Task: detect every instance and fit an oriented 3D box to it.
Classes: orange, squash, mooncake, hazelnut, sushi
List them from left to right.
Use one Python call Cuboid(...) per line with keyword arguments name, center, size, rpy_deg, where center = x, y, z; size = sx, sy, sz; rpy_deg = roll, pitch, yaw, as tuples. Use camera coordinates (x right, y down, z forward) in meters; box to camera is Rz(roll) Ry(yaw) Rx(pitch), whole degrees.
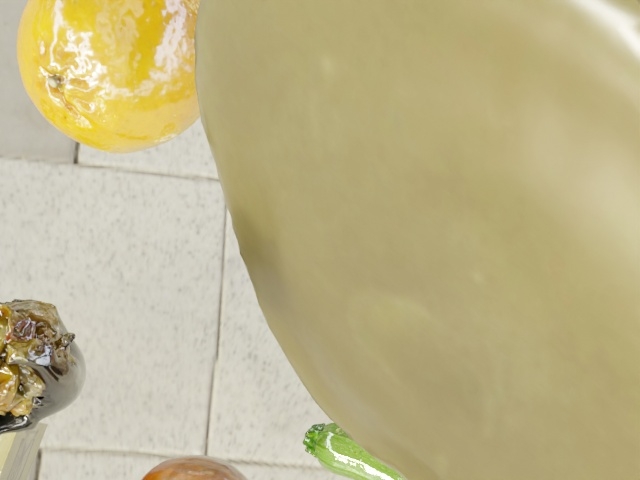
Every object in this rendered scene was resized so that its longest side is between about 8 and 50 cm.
Cuboid(name="sushi", center=(-0.446, 0.170, 1.609), size=(0.200, 0.204, 0.213), rpy_deg=(-30, 53, -25))
Cuboid(name="orange", center=(-0.215, -0.200, 1.203), size=(0.219, 0.219, 0.193), rpy_deg=(18, 27, -2))
Cuboid(name="hazelnut", center=(-0.151, 0.376, 1.477), size=(0.214, 0.214, 0.176), rpy_deg=(19, 53, -1))
Cuboid(name="squash", center=(0.079, 0.293, 1.468), size=(0.219, 0.077, 0.068), rpy_deg=(20, 36, 19))
Cuboid(name="mooncake", center=(0.156, -0.025, 0.629), size=(0.467, 0.467, 0.262), rpy_deg=(44, 56, 12))

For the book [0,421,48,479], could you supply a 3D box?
Cuboid(name="book", center=(-0.521, 0.405, 1.861), size=(0.026, 0.161, 0.230), rpy_deg=(18, 79, 6))
